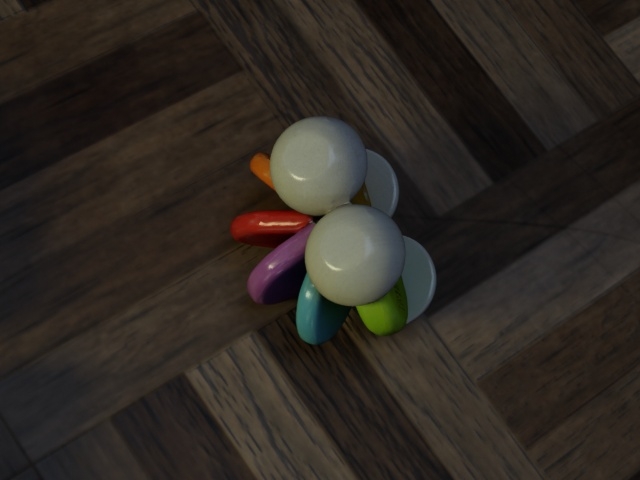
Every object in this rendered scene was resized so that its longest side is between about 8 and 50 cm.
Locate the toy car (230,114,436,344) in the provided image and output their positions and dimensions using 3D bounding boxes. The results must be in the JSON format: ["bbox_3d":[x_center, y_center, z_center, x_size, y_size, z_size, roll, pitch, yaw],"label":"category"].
[{"bbox_3d":[0.000,0.000,1.033,0.136,0.159,0.182,-25,72,11],"label":"toy car"}]
